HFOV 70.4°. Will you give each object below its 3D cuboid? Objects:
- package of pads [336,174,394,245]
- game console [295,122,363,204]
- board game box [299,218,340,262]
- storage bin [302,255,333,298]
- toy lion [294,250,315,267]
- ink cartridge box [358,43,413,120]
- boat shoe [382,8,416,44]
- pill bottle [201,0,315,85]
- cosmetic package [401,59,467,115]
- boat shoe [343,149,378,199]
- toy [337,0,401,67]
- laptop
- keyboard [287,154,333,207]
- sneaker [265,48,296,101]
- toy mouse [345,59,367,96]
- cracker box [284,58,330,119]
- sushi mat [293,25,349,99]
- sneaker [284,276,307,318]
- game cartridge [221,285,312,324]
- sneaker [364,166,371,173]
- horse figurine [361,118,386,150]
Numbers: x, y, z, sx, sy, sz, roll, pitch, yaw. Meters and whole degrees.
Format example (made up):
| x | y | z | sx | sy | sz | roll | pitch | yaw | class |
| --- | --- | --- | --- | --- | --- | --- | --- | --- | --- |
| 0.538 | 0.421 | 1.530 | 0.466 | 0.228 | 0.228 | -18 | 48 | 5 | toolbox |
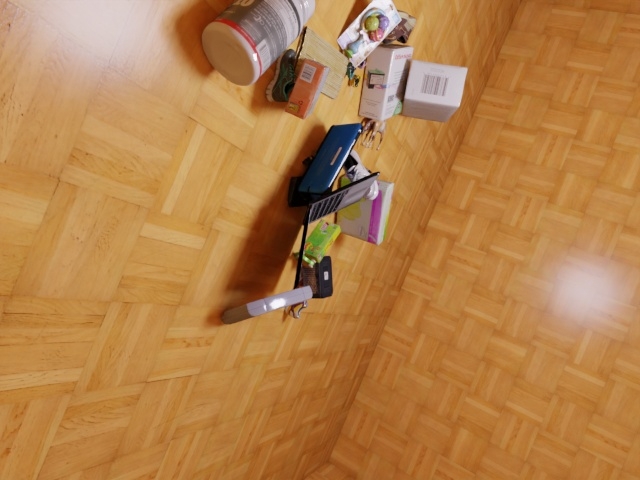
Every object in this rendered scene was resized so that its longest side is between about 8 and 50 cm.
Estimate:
| x | y | z | sx | sy | sz | roll | pitch | yaw | class |
| --- | --- | --- | --- | --- | --- | --- | --- | --- | --- |
| 0.189 | -0.143 | 2.021 | 0.101 | 0.229 | 0.296 | -42 | 144 | -48 | package of pads |
| 0.056 | -0.261 | 1.665 | 0.173 | 0.250 | 0.293 | 36 | 77 | -36 | game console |
| 0.000 | 0.000 | 1.923 | 0.181 | 0.092 | 0.043 | -55 | 152 | -25 | board game box |
| -0.010 | 0.158 | 1.971 | 0.122 | 0.084 | 0.180 | -2 | 90 | -62 | storage bin |
| -0.071 | 0.082 | 1.874 | 0.100 | 0.096 | 0.034 | 39 | 70 | -22 | toy lion |
| 0.271 | -0.662 | 1.883 | 0.201 | 0.117 | 0.278 | -36 | 141 | -49 | ink cartridge box |
| 0.275 | -0.826 | 1.762 | 0.342 | 0.123 | 0.123 | -30 | 138 | -58 | boat shoe |
| -0.145 | -0.531 | 1.118 | 0.283 | 0.161 | 0.161 | -56 | 153 | -25 | pill bottle |
| 0.495 | -0.655 | 2.034 | 0.453 | 0.230 | 0.161 | -37 | 138 | -80 | cosmetic package |
| 0.141 | -0.272 | 1.840 | 0.095 | 0.258 | 0.084 | -43 | 153 | 24 | boat shoe |
| 0.183 | -0.736 | 1.594 | 0.237 | 0.056 | 0.137 | -43 | 136 | 7 | toy |
| 0.043 | -0.019 | 1.644 | 0.408 | 0.236 | 0.382 | -25 | 175 | -9 | laptop |
| -0.025 | -0.233 | 1.757 | 0.317 | 0.033 | 0.201 | -15 | 125 | -60 | keyboard |
| -0.098 | -0.484 | 1.348 | 0.065 | 0.076 | 0.166 | 11 | 100 | -65 | sneaker |
| 0.129 | -0.654 | 1.710 | 0.161 | 0.031 | 0.143 | -56 | 153 | -23 | toy mouse |
| -0.036 | -0.459 | 1.368 | 0.232 | 0.067 | 0.155 | -75 | -171 | -70 | cracker box |
| 0.005 | -0.588 | 1.533 | 0.316 | 0.019 | 0.151 | -2 | 113 | -62 | sushi mat |
| -0.082 | 0.251 | 1.979 | 0.185 | 0.084 | 0.069 | -67 | 155 | 0 | sneaker |
| -0.178 | 0.226 | 1.602 | 0.297 | 0.198 | 0.062 | -11 | 85 | -45 | game cartridge |
| 0.197 | -0.264 | 2.116 | 0.063 | 0.075 | 0.170 | -29 | 136 | -53 | sneaker |
| 0.245 | -0.497 | 2.032 | 0.263 | 0.066 | 0.174 | -13 | 128 | -63 | horse figurine |
